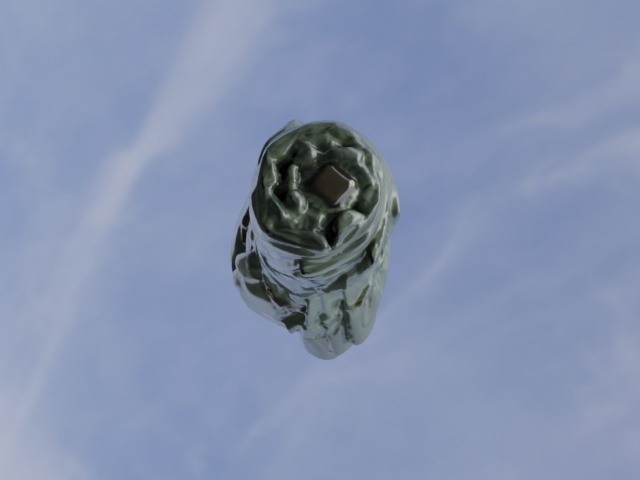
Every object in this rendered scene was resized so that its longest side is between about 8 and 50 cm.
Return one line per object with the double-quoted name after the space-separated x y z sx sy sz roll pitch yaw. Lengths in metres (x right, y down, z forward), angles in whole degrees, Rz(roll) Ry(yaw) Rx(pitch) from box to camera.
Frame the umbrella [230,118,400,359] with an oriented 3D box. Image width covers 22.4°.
0.000 0.000 0.547 0.143 0.062 0.067 96 -27 -72 "umbrella"
